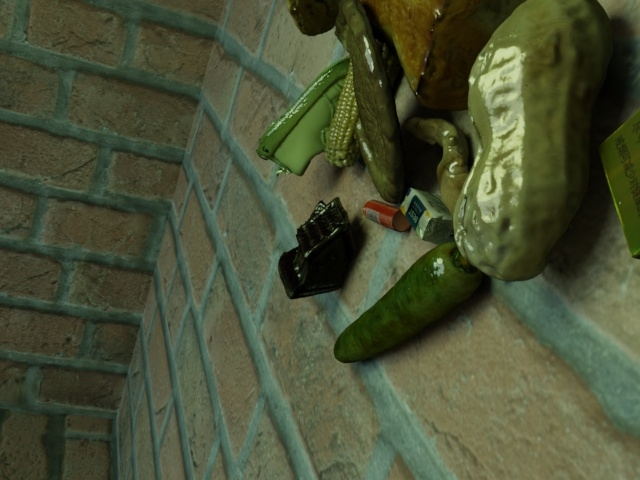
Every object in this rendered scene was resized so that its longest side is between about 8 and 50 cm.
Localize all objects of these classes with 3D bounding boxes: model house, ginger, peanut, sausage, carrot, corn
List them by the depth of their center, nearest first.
[{"bbox_3d":[0.200,-0.103,0.697,0.130,0.130,0.290,174,107,-68],"label":"peanut"},{"bbox_3d":[0.167,-0.066,0.848,0.089,0.075,0.288,91,167,-45],"label":"ginger"},{"bbox_3d":[0.093,0.101,0.952,0.358,0.074,0.074,131,144,-55],"label":"carrot"},{"bbox_3d":[0.094,-0.039,1.074,0.129,0.034,0.034,-151,74,-69],"label":"sausage"},{"bbox_3d":[0.076,-0.252,1.164,0.086,0.086,0.288,-115,39,-57],"label":"corn"},{"bbox_3d":[-0.002,-0.004,1.198,0.165,0.106,0.152,-116,40,-51],"label":"model house"}]

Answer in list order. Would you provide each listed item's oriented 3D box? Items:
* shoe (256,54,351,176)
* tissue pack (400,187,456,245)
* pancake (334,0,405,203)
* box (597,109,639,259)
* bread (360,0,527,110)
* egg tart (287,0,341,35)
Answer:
[{"bbox_3d":[-0.001,-0.223,1.282,0.262,0.128,0.140,-41,24,12],"label":"shoe"},{"bbox_3d":[0.142,-0.027,0.903,0.042,0.062,0.083,-65,25,22],"label":"tissue pack"},{"bbox_3d":[0.068,-0.193,1.019,0.288,0.033,0.286,84,168,-72],"label":"pancake"},{"bbox_3d":[0.303,-0.082,0.562,0.193,0.030,0.121,129,146,-49],"label":"box"},{"bbox_3d":[0.152,-0.296,0.905,0.344,0.148,0.195,-108,23,-52],"label":"bread"},{"bbox_3d":[0.031,-0.412,1.061,0.241,0.106,0.241,-50,-28,-41],"label":"egg tart"}]
